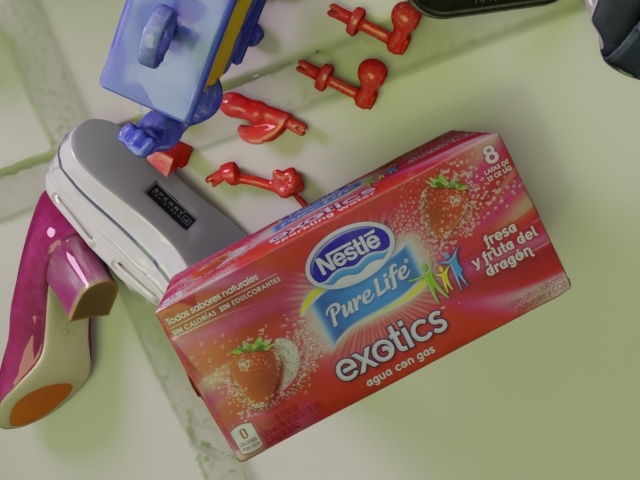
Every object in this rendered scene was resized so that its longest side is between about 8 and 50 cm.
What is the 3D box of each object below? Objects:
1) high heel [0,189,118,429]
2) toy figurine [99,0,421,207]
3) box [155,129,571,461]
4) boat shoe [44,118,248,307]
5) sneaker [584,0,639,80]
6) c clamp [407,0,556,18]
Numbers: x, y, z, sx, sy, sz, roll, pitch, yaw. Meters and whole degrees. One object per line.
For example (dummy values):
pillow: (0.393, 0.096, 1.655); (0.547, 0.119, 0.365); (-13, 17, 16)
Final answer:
high heel: (-0.262, 0.071, 0.852); (0.117, 0.082, 0.244); (56, 134, 28)
toy figurine: (-0.043, -0.162, 0.612); (0.191, 0.217, 0.362); (29, 115, 5)
box: (0.025, 0.030, 0.660); (0.257, 0.128, 0.122); (-28, 99, -1)
boat shoe: (-0.125, 0.013, 0.777); (0.258, 0.095, 0.084); (49, 130, 0)
sneaker: (0.267, -0.192, 0.580); (0.163, 0.086, 0.226); (30, 115, 2)
c clamp: (0.125, -0.220, 0.620); (0.161, 0.022, 0.137); (-16, 122, -7)
